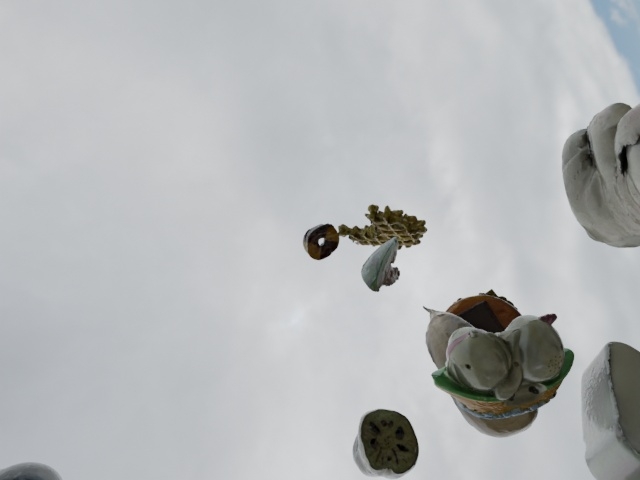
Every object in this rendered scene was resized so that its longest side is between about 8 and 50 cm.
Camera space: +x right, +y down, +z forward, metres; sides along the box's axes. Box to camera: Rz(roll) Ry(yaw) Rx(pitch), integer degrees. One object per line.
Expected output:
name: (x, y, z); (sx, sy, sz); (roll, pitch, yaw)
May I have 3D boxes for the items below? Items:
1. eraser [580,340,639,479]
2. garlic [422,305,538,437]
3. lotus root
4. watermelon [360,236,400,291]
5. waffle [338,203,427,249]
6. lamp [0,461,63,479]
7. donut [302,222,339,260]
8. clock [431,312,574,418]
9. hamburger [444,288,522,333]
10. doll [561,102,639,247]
eraser: (0.710, 0.415, 0.898); (0.331, 0.331, 0.150); (-31, -38, -43)
garlic: (0.321, 0.277, 0.911); (0.338, 0.151, 0.196); (51, -179, 23)
lotus root: (0.239, 0.789, 1.581); (0.250, 0.346, 0.251); (3, -125, -4)
watermelon: (0.131, 0.051, 0.853); (0.080, 0.101, 0.155); (43, -144, 15)
waffle: (0.217, -0.026, 1.387); (0.259, 0.293, 0.069); (17, -109, -16)
lamp: (-0.712, 0.562, 0.858); (0.313, 0.182, 0.182); (19, -115, -27)
donut: (0.000, 0.000, 1.482); (0.140, 0.059, 0.141); (-11, -69, -29)
clock: (0.275, 0.185, 0.617); (0.230, 0.103, 0.144); (-11, -69, -10)
hamburger: (0.517, 0.307, 1.304); (0.225, 0.290, 0.291); (23, -119, -59)
doll: (0.247, -0.050, 0.280); (0.149, 0.192, 0.095); (29, -97, 7)
